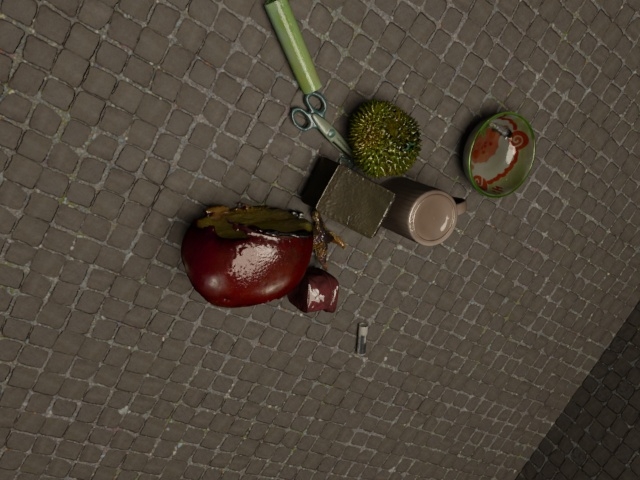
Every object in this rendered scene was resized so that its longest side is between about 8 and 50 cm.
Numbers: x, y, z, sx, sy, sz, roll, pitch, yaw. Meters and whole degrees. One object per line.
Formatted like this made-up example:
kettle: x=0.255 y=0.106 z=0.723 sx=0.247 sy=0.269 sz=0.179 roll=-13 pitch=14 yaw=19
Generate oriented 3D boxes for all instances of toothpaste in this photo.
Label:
toothpaste: x=0.047 y=-0.202 z=1.952 sx=0.056 sy=0.036 sz=0.205 roll=27 pitch=96 yaw=-26

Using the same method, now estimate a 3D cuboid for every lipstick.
lipstick: x=0.172 y=0.409 z=2.254 sx=0.040 sy=0.040 sz=0.141 roll=-5 pitch=113 yaw=-20
lipstick: x=-0.084 y=-0.609 z=1.704 sx=0.076 sy=0.076 sz=0.304 roll=-29 pitch=119 yaw=-8

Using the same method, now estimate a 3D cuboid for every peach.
peach: x=-0.222 y=0.031 z=1.770 sx=0.417 sy=0.339 sz=0.353 roll=-32 pitch=120 yaw=-2

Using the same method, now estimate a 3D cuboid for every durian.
durian: x=0.222 y=-0.331 z=1.849 sx=0.291 sy=0.225 sz=0.291 roll=-15 pitch=114 yaw=-37

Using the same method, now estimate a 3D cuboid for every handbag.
handbag: x=-0.030 y=0.178 z=1.970 sx=0.135 sy=0.225 sz=0.146 roll=0 pitch=99 yaw=-26

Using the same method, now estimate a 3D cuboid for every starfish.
starfish: x=-0.001 y=0.000 z=1.979 sx=0.238 sy=0.071 sz=0.216 roll=6 pitch=100 yaw=-38

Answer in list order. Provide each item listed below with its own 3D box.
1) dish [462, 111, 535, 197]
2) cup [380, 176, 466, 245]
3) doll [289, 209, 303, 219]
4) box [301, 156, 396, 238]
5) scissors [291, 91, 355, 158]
dish: x=0.660 y=-0.333 z=2.095 sx=0.324 sy=0.124 sz=0.324 roll=-8 pitch=109 yaw=-24
cup: x=0.364 y=-0.100 z=1.984 sx=0.288 sy=0.273 sz=0.208 roll=18 pitch=97 yaw=-25
doll: x=-0.112 y=-0.002 z=1.953 sx=0.091 sy=0.067 sz=0.219 roll=8 pitch=110 yaw=-31
box: x=0.095 y=-0.147 z=1.892 sx=0.273 sy=0.143 sz=0.184 roll=24 pitch=95 yaw=-31
scissors: x=0.025 y=-0.375 z=1.864 sx=0.289 sy=0.041 sz=0.138 roll=42 pitch=85 yaw=-29
